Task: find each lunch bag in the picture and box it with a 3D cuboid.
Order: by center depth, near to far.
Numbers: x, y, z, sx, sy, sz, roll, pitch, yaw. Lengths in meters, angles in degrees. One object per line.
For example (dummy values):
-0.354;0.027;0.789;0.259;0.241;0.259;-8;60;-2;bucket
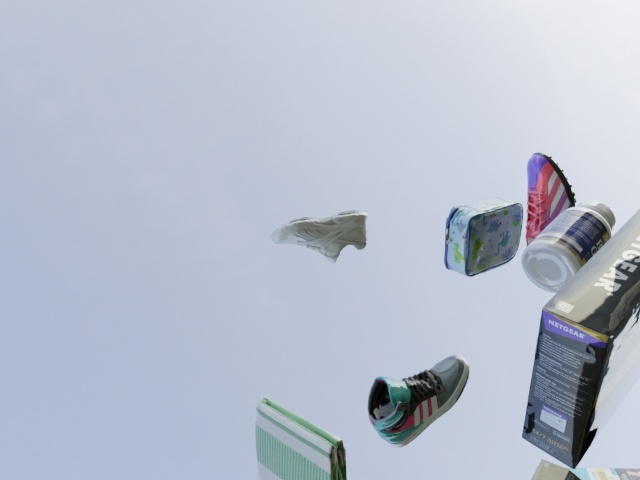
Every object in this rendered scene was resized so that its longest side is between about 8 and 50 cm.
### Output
0.402;-0.008;1.331;0.219;0.090;0.175;-16;-66;-33;lunch bag

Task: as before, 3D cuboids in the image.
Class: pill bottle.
0.408;0.003;0.870;0.169;0.094;0.094;-36;-72;-31;pill bottle

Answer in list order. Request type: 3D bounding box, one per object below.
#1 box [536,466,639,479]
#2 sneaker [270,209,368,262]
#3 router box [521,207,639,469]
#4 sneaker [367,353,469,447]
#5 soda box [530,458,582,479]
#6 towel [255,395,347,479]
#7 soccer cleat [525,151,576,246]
0.541;0.476;1.004;0.245;0.100;0.060;-6;-87;15;box
0.000;0.000;1.242;0.233;0.090;0.115;-7;-83;12;sneaker
0.402;0.123;0.741;0.309;0.081;0.242;-31;-50;-33;router box
0.227;0.375;1.348;0.295;0.124;0.178;-48;-55;2;sneaker
0.330;0.429;0.804;0.058;0.061;0.181;41;-107;-10;soda box
-0.033;0.457;0.939;0.038;0.248;0.324;-13;-77;-38;towel
0.516;-0.041;1.226;0.117;0.108;0.317;-19;-83;-2;soccer cleat
